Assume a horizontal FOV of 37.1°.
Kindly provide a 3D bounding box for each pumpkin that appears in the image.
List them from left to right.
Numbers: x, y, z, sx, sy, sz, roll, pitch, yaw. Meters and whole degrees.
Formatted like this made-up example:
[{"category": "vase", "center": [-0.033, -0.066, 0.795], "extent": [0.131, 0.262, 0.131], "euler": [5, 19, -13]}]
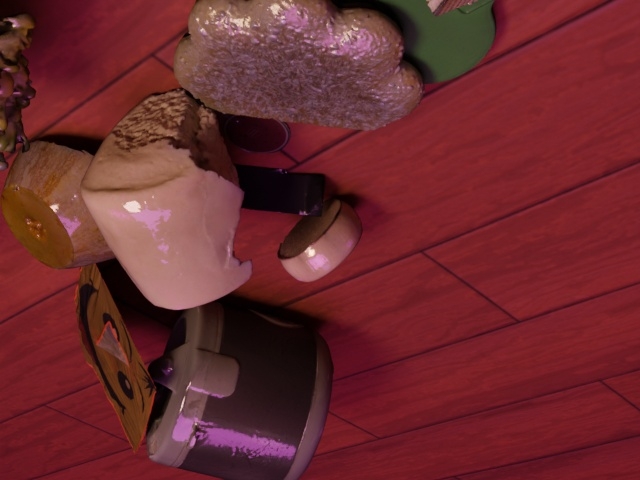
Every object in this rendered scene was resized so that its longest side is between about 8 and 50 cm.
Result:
[{"category": "pumpkin", "center": [-0.335, -0.029, 1.270], "extent": [0.217, 0.110, 0.217], "euler": [25, 152, 14]}]

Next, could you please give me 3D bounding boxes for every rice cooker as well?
[{"category": "rice cooker", "center": [-0.142, 0.243, 1.529], "extent": [0.277, 0.288, 0.288], "euler": [17, 145, -13]}]

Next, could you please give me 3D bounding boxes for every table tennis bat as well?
[{"category": "table tennis bat", "center": [0.132, -0.239, 0.980], "extent": [0.160, 0.039, 0.257], "euler": [31, 144, -31]}]

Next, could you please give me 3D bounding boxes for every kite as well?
[{"category": "kite", "center": [-0.318, 0.181, 1.477], "extent": [0.013, 0.377, 0.327], "euler": [-19, -161, -29]}]

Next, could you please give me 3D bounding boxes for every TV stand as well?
[{"category": "TV stand", "center": [-0.123, -0.071, 1.256], "extent": [0.256, 0.049, 0.040], "euler": [6, 144, 1]}]

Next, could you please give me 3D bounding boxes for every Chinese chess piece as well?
[{"category": "Chinese chess piece", "center": [0.000, 0.000, 1.275], "extent": [0.122, 0.122, 0.051], "euler": [-28, 115, 40]}]

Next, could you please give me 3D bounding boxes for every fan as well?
[{"category": "fan", "center": [-0.098, -0.144, 1.181], "extent": [0.133, 0.005, 0.085], "euler": [26, 142, -29]}]

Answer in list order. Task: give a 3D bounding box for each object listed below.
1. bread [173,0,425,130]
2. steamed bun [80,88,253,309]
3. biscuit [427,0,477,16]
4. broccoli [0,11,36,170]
[{"category": "bread", "center": [-0.031, -0.199, 1.026], "extent": [0.286, 0.056, 0.207], "euler": [5, 151, 8]}, {"category": "steamed bun", "center": [-0.155, -0.037, 1.141], "extent": [0.170, 0.200, 0.225], "euler": [2, 135, 27]}, {"category": "biscuit", "center": [0.189, -0.262, 0.814], "extent": [0.199, 0.040, 0.121], "euler": [-26, 175, -18]}, {"category": "broccoli", "center": [-0.427, -0.196, 0.910], "extent": [0.334, 0.324, 0.272], "euler": [34, 124, 5]}]
